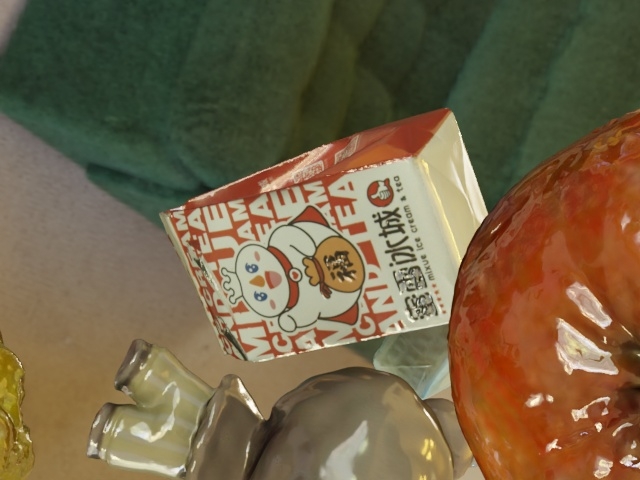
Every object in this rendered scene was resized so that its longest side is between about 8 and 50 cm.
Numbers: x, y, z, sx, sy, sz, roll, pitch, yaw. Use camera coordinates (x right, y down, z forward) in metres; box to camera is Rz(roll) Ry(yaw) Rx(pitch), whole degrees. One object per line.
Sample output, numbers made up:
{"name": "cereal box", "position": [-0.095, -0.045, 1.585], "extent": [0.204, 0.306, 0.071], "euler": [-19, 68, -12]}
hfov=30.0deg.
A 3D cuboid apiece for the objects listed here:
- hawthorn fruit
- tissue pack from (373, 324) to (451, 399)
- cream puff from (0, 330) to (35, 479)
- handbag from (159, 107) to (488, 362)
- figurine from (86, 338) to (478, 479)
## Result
{"name": "hawthorn fruit", "position": [0.232, 0.065, 0.645], "extent": [0.307, 0.276, 0.276], "euler": [9, 98, -49]}
{"name": "tissue pack", "position": [0.181, 0.072, 1.361], "extent": [0.263, 0.089, 0.177], "euler": [-20, 145, -55]}
{"name": "cream puff", "position": [-0.209, 0.077, 0.559], "extent": [0.156, 0.156, 0.121], "euler": [-52, 123, -35]}
{"name": "handbag", "position": [0.000, 0.000, 1.109], "extent": [0.171, 0.298, 0.151], "euler": [69, 27, -16]}
{"name": "figurine", "position": [-0.032, 0.212, 1.170], "extent": [0.203, 0.381, 0.248], "euler": [100, 9, -53]}
